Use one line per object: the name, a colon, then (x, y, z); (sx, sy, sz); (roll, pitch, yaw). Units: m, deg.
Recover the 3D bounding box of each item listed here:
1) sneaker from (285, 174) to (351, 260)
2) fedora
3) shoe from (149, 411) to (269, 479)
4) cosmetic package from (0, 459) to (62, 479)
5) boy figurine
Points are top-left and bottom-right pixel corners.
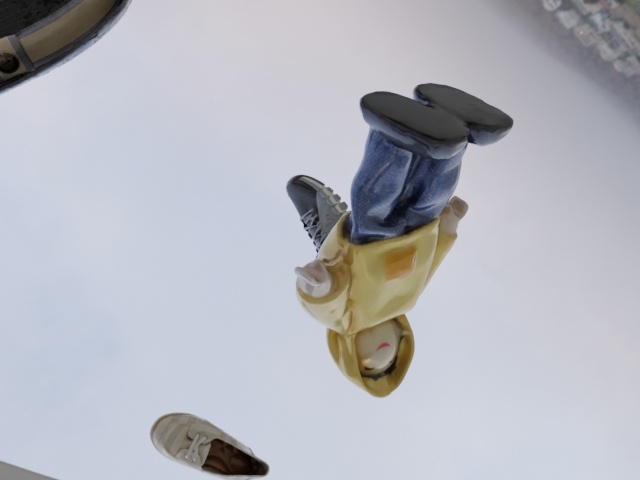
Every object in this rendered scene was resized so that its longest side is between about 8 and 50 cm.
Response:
sneaker: (0.000, 0.000, 0.945); (0.229, 0.086, 0.132); (44, -117, 6)
fedora: (-0.369, -0.274, 0.587); (0.152, 0.335, 0.333); (72, -159, -47)
shoe: (-0.170, 0.333, 0.909); (0.219, 0.058, 0.076); (38, -119, -33)
cosmetic package: (-0.294, 0.276, 0.411); (0.366, 0.155, 0.197); (28, -156, -18)
boy figurine: (0.049, 0.020, 0.468); (0.177, 0.285, 0.092); (-18, -136, -37)
